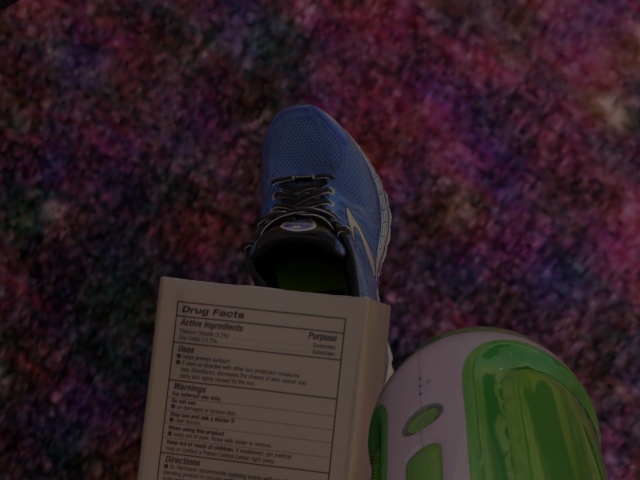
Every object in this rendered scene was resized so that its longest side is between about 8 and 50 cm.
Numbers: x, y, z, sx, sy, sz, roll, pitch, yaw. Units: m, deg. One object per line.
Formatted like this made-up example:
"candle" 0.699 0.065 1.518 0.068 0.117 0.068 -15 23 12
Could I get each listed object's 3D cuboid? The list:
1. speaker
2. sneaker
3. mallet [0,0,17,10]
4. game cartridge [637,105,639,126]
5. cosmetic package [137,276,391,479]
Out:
"speaker" 0.081 0.146 0.689 0.131 0.131 0.296 27 19 -6
"sneaker" 0.000 0.000 1.373 0.130 0.147 0.330 -13 57 6
"mallet" -0.245 -0.247 1.380 0.039 0.190 0.062 64 24 -1
"game cartridge" 0.260 -0.028 0.652 0.062 0.198 0.297 10 33 -30
"cosmetic package" -0.047 0.189 1.087 0.160 0.113 0.309 6 85 13
